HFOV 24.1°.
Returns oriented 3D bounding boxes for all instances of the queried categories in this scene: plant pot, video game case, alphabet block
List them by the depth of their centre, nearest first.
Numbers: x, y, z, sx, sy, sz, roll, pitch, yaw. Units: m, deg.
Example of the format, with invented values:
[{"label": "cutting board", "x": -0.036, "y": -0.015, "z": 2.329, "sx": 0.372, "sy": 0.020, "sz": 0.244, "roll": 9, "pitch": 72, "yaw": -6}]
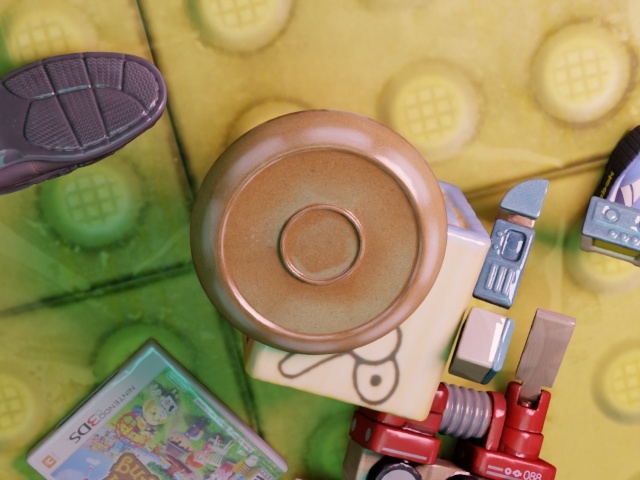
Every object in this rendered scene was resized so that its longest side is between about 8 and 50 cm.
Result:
[{"label": "plant pot", "x": 0.000, "y": 0.000, "z": 1.350, "sx": 0.236, "sy": 0.032, "sz": 0.236, "roll": -1, "pitch": 109, "yaw": -3}, {"label": "alphabet block", "x": 0.037, "y": 0.036, "z": 1.484, "sx": 0.192, "sy": 0.193, "sz": 0.197, "roll": 17, "pitch": 106, "yaw": -9}, {"label": "video game case", "x": -0.176, "y": 0.240, "z": 1.623, "sx": 0.193, "sy": 0.023, "sz": 0.212, "roll": -42, "pitch": 107, "yaw": 9}]

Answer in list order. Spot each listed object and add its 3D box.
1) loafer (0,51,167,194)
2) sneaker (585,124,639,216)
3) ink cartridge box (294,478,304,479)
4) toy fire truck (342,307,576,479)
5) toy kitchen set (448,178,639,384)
[{"label": "loafer", "x": -0.294, "y": -0.103, "z": 1.475, "sx": 0.302, "sy": 0.095, "sz": 0.109, "roll": -20, "pitch": 79, "yaw": -3}, {"label": "sneaker", "x": 0.325, "y": -0.055, "z": 1.554, "sx": 0.059, "sy": 0.053, "sz": 0.144, "roll": 17, "pitch": 115, "yaw": -10}, {"label": "ink cartridge box", "x": 0.050, "y": 0.366, "z": 1.636, "sx": 0.217, "sy": 0.092, "sz": 0.159, "roll": 17, "pitch": 120, "yaw": -9}, {"label": "toy fire truck", "x": 0.161, "y": 0.179, "z": 1.582, "sx": 0.217, "sy": 0.158, "sz": 0.246, "roll": 16, "pitch": 90, "yaw": -14}, {"label": "toy kitchen set", "x": 0.235, "y": 0.050, "z": 1.462, "sx": 0.166, "sy": 0.122, "sz": 0.207, "roll": 17, "pitch": 79, "yaw": 5}]
